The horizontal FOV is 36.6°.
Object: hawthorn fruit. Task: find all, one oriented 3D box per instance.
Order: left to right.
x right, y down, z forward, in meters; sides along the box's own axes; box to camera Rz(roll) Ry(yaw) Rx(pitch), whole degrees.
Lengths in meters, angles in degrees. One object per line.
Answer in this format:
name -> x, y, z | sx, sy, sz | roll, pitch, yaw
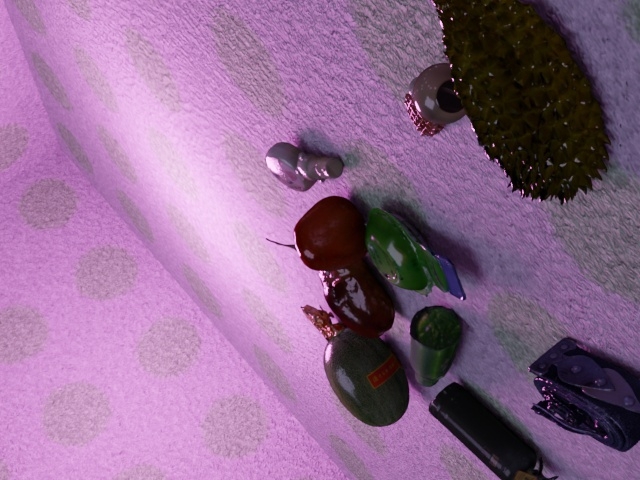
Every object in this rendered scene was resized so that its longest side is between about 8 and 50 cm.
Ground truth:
hawthorn fruit -> 0.000, 0.000, 2.050 | 0.162, 0.204, 0.162 | 62, 172, 16

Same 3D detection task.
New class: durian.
durian -> 0.269, -0.194, 1.283 | 0.351, 0.158, 0.169 | 57, -164, -18

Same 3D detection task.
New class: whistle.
whistle -> -0.036, -0.161, 2.086 | 0.126, 0.067, 0.258 | 48, 161, -25

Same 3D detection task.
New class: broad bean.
broad bean -> 0.078, 0.121, 2.213 | 0.228, 0.122, 0.156 | 53, 163, -8

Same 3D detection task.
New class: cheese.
cheese -> 0.179, 0.034, 1.884 | 0.320, 0.083, 0.203 | 27, 145, 57

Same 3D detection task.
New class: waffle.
waffle -> 0.169, -0.208, 1.579 | 0.075, 0.029, 0.083 | 21, 140, 57

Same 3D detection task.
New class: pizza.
pizza -> 0.050, 0.255, 2.601 | 0.226, 0.069, 0.147 | 46, -179, 30

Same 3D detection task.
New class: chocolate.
chocolate -> 0.240, 0.242, 2.086 | 0.110, 0.110, 0.291 | 46, 162, 22

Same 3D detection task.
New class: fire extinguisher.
fire extinguisher -> 0.377, 0.436, 2.100 | 0.311, 0.095, 0.114 | 43, 128, 31

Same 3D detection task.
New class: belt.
belt -> 0.446, 0.268, 1.593 | 0.218, 0.128, 0.122 | 27, 148, 54

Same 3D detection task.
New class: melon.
melon -> 0.110, 0.331, 2.406 | 0.287, 0.182, 0.182 | 55, 161, -9

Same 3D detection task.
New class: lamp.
lamp -> 0.172, -0.228, 1.473 | 0.091, 0.091, 0.163 | 61, 176, -20
